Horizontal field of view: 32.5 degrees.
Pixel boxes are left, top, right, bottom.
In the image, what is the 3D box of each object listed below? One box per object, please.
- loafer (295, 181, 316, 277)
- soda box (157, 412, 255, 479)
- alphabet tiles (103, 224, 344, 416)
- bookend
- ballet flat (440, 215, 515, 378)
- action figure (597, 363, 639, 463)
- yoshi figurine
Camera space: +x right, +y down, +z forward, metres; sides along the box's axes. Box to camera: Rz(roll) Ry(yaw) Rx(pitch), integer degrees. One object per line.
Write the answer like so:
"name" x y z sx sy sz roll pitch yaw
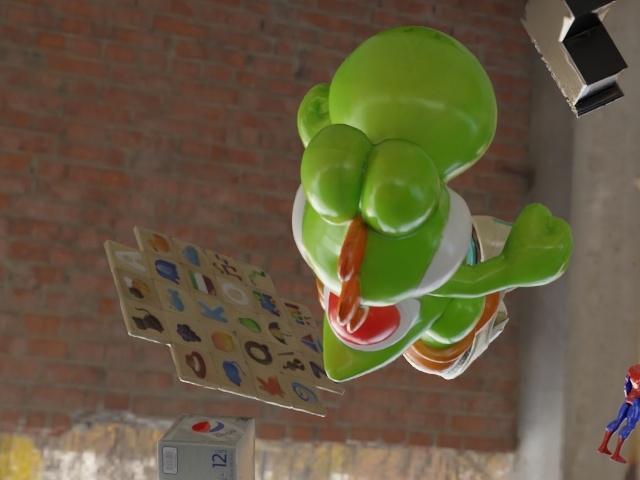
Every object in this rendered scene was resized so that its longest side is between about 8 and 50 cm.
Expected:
"loafer" 0.000 0.000 1.248 0.056 0.148 0.050 -17 -176 29
"soda box" -0.126 0.346 1.242 0.091 0.286 0.098 2 -169 9
"alphabet tiles" -0.122 0.103 1.446 0.343 0.285 0.011 21 119 -37
"bookend" 0.326 -0.258 1.348 0.072 0.156 0.157 -25 166 -8
"ballet flat" 0.179 0.067 1.219 0.086 0.086 0.248 5 138 -3
"action figure" 0.320 0.169 1.124 0.030 0.115 0.038 17 -176 -22
"yoshi figurine" 0.068 -0.030 0.807 0.204 0.203 0.362 -18 162 1
